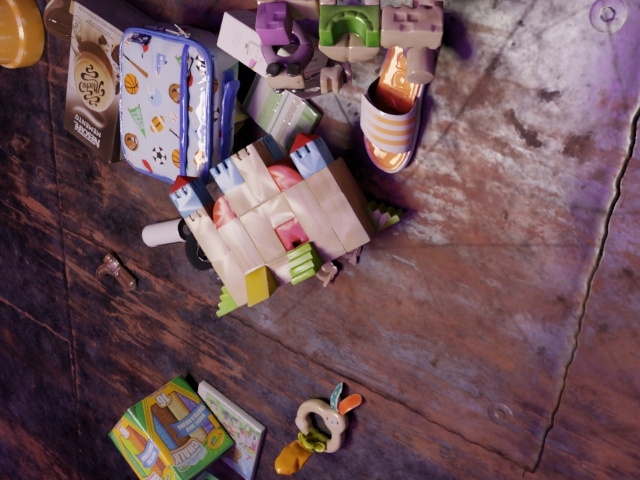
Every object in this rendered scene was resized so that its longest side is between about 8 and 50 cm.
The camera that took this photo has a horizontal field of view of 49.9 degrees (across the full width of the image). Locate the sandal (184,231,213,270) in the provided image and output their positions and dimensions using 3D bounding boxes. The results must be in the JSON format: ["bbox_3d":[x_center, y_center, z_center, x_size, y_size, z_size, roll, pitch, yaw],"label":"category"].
[{"bbox_3d":[-0.219,-0.007,1.461,0.097,0.054,0.254,40,133,-12],"label":"sandal"}]

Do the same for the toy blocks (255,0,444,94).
[{"bbox_3d":[0.046,-0.390,0.961,0.288,0.309,0.260,2,76,5],"label":"toy blocks"}]

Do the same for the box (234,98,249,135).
[{"bbox_3d":[-0.240,-0.208,1.405,0.087,0.058,0.232,54,131,6],"label":"box"}]

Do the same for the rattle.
[{"bbox_3d":[-0.011,0.395,1.447,0.200,0.142,0.130,-45,61,47],"label":"rattle"}]

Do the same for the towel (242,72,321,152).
[{"bbox_3d":[-0.073,-0.243,1.285,0.152,0.023,0.113,44,133,12],"label":"towel"}]

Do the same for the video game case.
[{"bbox_3d":[-0.237,0.483,1.738,0.212,0.023,0.193,31,126,24],"label":"video game case"}]

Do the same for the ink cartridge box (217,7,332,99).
[{"bbox_3d":[-0.064,-0.322,1.175,0.198,0.115,0.067,37,128,18],"label":"ink cartridge box"}]

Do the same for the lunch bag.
[{"bbox_3d":[-0.263,-0.256,1.290,0.243,0.115,0.303,22,122,27],"label":"lunch bag"}]

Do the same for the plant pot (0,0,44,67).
[{"bbox_3d":[-0.795,-0.503,1.624,0.205,0.188,0.205,16,119,32],"label":"plant pot"}]

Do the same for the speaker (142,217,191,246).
[{"bbox_3d":[-0.349,-0.018,1.579,0.136,0.055,0.055,-8,105,40],"label":"speaker"}]

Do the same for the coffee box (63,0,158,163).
[{"bbox_3d":[-0.438,-0.338,1.461,0.168,0.119,0.297,35,127,20],"label":"coffee box"}]

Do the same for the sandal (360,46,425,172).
[{"bbox_3d":[0.110,-0.231,1.104,0.102,0.076,0.265,27,125,27],"label":"sandal"}]

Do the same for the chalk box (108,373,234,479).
[{"bbox_3d":[-0.354,0.522,1.712,0.289,0.179,0.180,50,132,11],"label":"chalk box"}]

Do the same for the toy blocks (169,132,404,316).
[{"bbox_3d":[-0.085,-0.063,1.221,0.381,0.191,0.261,-27,98,23],"label":"toy blocks"}]

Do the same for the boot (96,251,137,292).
[{"bbox_3d":[-0.529,0.102,1.792,0.114,0.037,0.106,45,133,8],"label":"boot"}]

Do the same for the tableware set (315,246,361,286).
[{"bbox_3d":[0.000,0.000,1.334,0.169,0.020,0.141,45,131,13],"label":"tableware set"}]

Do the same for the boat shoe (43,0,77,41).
[{"bbox_3d":[-0.524,-0.521,1.481,0.095,0.095,0.257,27,155,-26],"label":"boat shoe"}]
